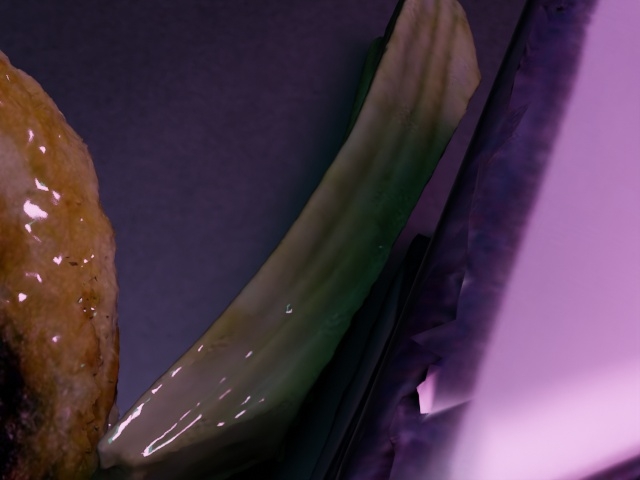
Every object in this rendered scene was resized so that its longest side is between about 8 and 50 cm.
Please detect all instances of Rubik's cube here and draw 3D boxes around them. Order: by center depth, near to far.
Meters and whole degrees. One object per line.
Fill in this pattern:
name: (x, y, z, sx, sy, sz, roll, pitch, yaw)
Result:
Rubik's cube: (0.154, 0.081, 0.541, 0.307, 0.305, 0.310, 21, 59, 3)

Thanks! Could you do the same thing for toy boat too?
toy boat: (0.000, 0.000, 0.662, 0.055, 0.093, 0.293, 28, 47, 3)

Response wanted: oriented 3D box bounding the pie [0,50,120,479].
pie: (-0.187, 0.048, 0.546, 0.323, 0.070, 0.323, 11, 70, -33)
